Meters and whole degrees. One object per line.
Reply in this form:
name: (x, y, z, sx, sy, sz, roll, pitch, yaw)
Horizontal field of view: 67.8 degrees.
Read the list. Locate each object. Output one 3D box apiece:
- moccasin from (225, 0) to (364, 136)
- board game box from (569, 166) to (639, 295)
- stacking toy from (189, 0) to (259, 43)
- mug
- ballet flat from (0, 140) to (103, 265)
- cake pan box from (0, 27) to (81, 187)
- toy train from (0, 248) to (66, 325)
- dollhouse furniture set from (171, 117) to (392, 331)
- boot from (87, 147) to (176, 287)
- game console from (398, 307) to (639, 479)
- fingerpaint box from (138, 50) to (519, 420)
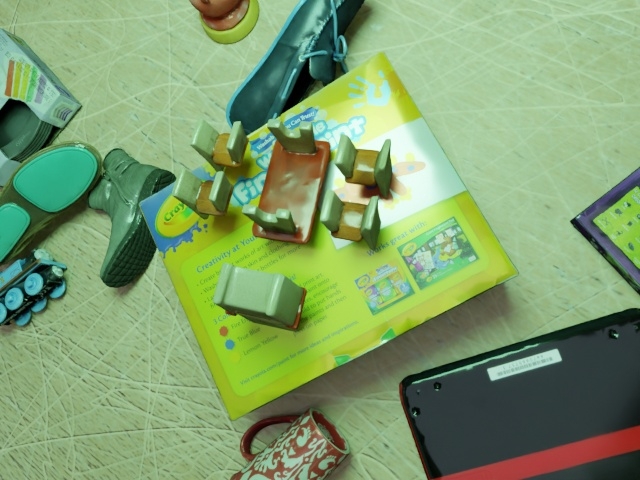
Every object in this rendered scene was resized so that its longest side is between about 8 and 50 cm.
moccasin: (-0.017, -0.301, 0.823, 0.117, 0.137, 0.342, 45, 109, 11)
board game box: (0.555, 0.036, 0.657, 0.208, 0.056, 0.347, -40, 75, 11)
stacking toy: (-0.161, -0.569, 0.880, 0.279, 0.130, 0.309, -27, 77, 11)
mug: (-0.056, 0.343, 0.749, 0.169, 0.113, 0.150, -45, 76, 2)
ballet flat: (-0.553, -0.083, 0.933, 0.342, 0.124, 0.116, -43, 116, 11)
cake pan box: (-0.667, -0.278, 1.012, 0.246, 0.070, 0.267, -47, 74, 7)
toy train: (-0.589, 0.092, 0.940, 0.184, 0.080, 0.105, -37, 70, 8)
dollhouse furniture set: (-0.051, -0.021, 0.633, 0.261, 0.135, 0.260, 10, 75, 15)
boot: (-0.384, -0.046, 0.910, 0.161, 0.083, 0.247, 20, 83, 24)
game console: (0.343, 0.314, 0.680, 0.386, 0.060, 0.343, -21, 73, 11)
fingerpaint box: (0.000, 0.000, 0.748, 0.444, 0.163, 0.371, -30, 77, 9)
